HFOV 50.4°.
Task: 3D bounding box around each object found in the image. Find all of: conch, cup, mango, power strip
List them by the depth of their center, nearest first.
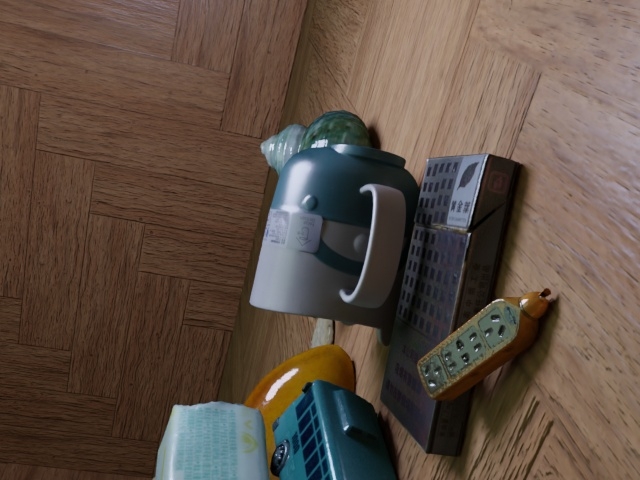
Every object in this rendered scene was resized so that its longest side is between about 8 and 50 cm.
[{"bbox_3d":[0.156,0.099,0.654,0.178,0.028,0.049,-49,48,38],"label":"power strip"},{"bbox_3d":[0.037,0.003,0.955,0.290,0.219,0.257,-168,90,-73],"label":"cup"},{"bbox_3d":[-0.046,0.341,1.172,0.201,0.199,0.350,21,88,49],"label":"mango"},{"bbox_3d":[-0.002,-0.169,1.364,0.220,0.277,0.195,-36,-46,-47],"label":"conch"}]

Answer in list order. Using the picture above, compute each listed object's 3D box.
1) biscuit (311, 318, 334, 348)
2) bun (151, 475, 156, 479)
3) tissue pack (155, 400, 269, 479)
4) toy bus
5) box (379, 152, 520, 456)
[{"bbox_3d":[0.001,0.211,1.417,0.152,0.020,0.152,-170,90,-78],"label":"biscuit"},{"bbox_3d":[-0.296,0.615,1.710,0.365,0.219,0.365,-48,-12,-14],"label":"bun"},{"bbox_3d":[-0.148,0.440,0.882,0.388,0.162,0.287,-109,28,-66],"label":"tissue pack"},{"bbox_3d":[0.021,0.312,0.915,0.147,0.128,0.256,-53,22,18],"label":"toy bus"},{"bbox_3d":[0.143,0.063,0.800,0.180,0.047,0.325,-154,74,-78],"label":"box"}]
